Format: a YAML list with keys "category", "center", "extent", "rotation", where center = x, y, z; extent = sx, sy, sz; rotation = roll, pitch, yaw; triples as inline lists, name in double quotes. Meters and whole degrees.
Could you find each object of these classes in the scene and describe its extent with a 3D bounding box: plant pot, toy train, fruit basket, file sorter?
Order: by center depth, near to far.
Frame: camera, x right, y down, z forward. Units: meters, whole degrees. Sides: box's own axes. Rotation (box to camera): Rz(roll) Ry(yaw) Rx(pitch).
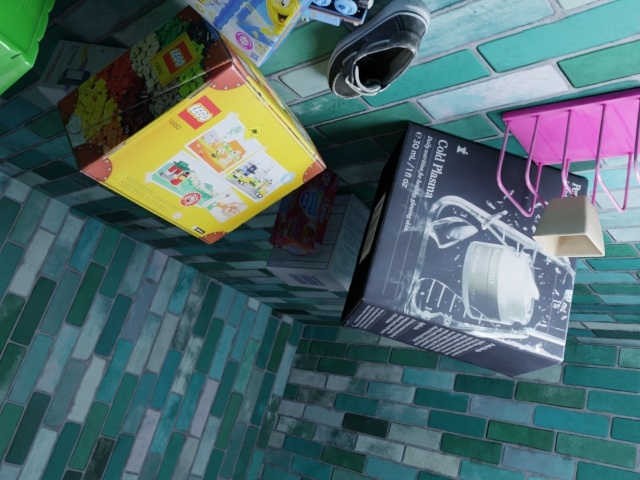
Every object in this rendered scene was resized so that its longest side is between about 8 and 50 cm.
- category: "toy train"
  center: [0.006, -0.447, 1.117]
  extent: [0.184, 0.080, 0.105]
  rotation: [17, 168, 3]
- category: "plant pot"
  center: [0.513, -0.031, 1.246]
  extent: [0.109, 0.096, 0.109]
  rotation: [-2, 155, 43]
- category: "fruit basket"
  center: [-0.734, -0.459, 1.256]
  extent: [0.392, 0.392, 0.283]
  rotation: [5, 158, 29]
- category: "file sorter"
  center: [0.547, -0.163, 1.281]
  extent: [0.291, 0.182, 0.202]
  rotation: [-2, 153, 43]

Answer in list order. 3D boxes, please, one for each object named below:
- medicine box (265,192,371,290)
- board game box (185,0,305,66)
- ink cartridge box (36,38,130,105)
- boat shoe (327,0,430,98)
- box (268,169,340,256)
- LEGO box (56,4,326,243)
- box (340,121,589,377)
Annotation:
- category: "medicine box"
  center: [0.000, 0.000, 2.014]
  extent: [0.264, 0.289, 0.149]
  rotation: [2, 153, 37]
- category: "board game box"
  center: [-0.145, -0.481, 1.000]
  extent: [0.308, 0.086, 0.302]
  rotation: [40, 156, -11]
- category: "ink cartridge box"
  center: [-0.589, -0.417, 1.566]
  extent: [0.213, 0.154, 0.093]
  rotation: [12, 160, 15]
- category: "boat shoe"
  center: [0.093, -0.355, 1.227]
  extent: [0.121, 0.119, 0.335]
  rotation: [23, 160, -16]
- category: "box"
  center: [-0.048, -0.093, 1.850]
  extent: [0.123, 0.256, 0.128]
  rotation: [24, 160, -24]
- category: "LEGO box"
  center: [-0.260, -0.229, 1.384]
  extent: [0.373, 0.193, 0.500]
  rotation: [-32, 154, 8]
- category: "box"
  center: [0.353, 0.033, 1.528]
  extent: [0.472, 0.479, 0.297]
  rotation: [18, 160, -3]
